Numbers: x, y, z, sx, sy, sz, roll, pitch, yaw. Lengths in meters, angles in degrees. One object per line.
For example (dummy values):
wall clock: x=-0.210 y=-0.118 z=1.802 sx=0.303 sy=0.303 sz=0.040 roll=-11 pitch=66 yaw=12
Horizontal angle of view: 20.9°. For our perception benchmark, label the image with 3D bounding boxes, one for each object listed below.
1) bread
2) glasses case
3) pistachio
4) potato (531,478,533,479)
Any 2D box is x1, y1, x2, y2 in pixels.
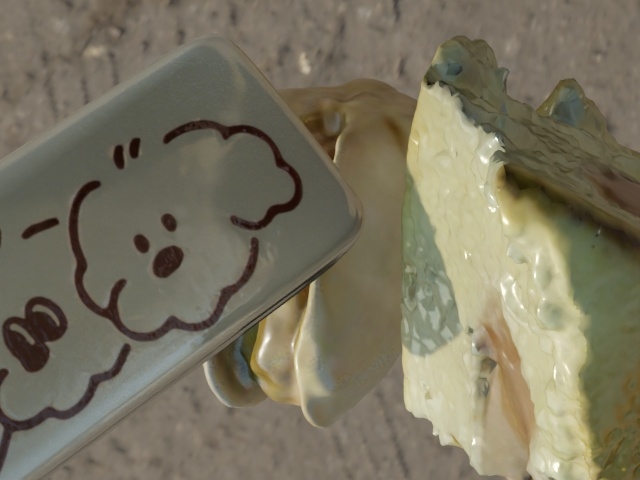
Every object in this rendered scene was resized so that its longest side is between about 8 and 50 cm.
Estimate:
bread: x=0.158 y=0.011 z=0.815 sx=0.211 sy=0.183 sz=0.224 roll=-16 pitch=124 yaw=-13
glasses case: x=-0.143 y=0.036 z=0.873 sx=0.144 sy=0.336 sz=0.076 roll=51 pitch=157 yaw=5
pistachio: x=0.000 y=0.000 z=1.482 sx=0.229 sy=0.321 sz=0.238 roll=7 pitch=150 yaw=25
potato: x=0.232 y=0.209 z=1.213 sx=0.140 sy=0.173 sz=0.300 roll=-20 pitch=166 yaw=39
